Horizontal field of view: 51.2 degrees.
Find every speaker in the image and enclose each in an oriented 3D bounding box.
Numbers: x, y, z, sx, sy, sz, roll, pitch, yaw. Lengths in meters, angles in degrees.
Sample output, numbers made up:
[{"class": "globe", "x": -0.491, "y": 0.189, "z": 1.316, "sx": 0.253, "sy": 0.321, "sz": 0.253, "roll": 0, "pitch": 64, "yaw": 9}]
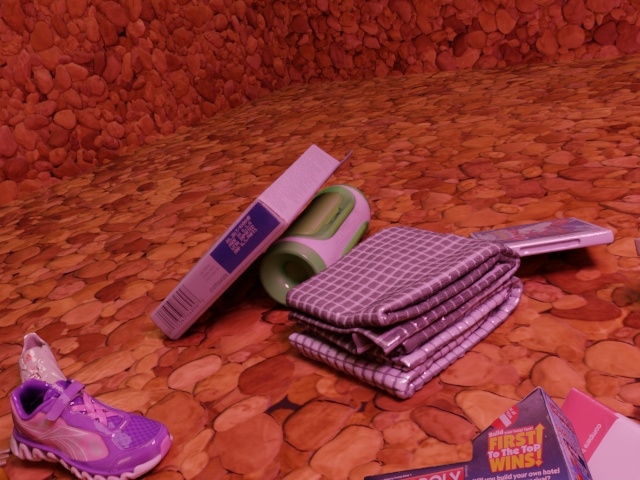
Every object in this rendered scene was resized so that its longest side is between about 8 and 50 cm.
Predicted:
[{"class": "speaker", "x": 0.000, "y": 0.000, "z": 1.194, "sx": 0.131, "sy": 0.131, "sz": 0.296, "roll": -3, "pitch": 24, "yaw": 23}]

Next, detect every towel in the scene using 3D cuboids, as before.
[{"class": "towel", "x": 0.113, "y": 0.077, "z": 0.953, "sx": 0.284, "sy": 0.121, "sz": 0.235, "roll": -28, "pitch": 26, "yaw": -32}]

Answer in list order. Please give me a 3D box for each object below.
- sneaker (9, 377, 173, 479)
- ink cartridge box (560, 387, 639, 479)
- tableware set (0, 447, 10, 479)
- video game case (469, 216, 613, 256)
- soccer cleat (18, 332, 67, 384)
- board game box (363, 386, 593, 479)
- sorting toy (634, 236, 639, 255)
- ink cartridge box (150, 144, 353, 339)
[{"class": "sneaker", "x": -0.298, "y": 0.226, "z": 0.832, "sx": 0.237, "sy": 0.104, "sz": 0.095, "roll": 4, "pitch": 24, "yaw": 21}, {"class": "ink cartridge box", "x": 0.276, "y": 0.214, "z": 0.468, "sx": 0.092, "sy": 0.159, "sz": 0.218, "roll": -58, "pitch": 30, "yaw": -1}, {"class": "tableware set", "x": -0.462, "y": 0.316, "z": 0.826, "sx": 0.154, "sy": 0.024, "sz": 0.104, "roll": -14, "pitch": 25, "yaw": -6}, {"class": "video game case", "x": 0.345, "y": -0.005, "z": 1.078, "sx": 0.184, "sy": 0.023, "sz": 0.201, "roll": -9, "pitch": 6, "yaw": 6}, {"class": "soccer cleat", "x": -0.419, "y": 0.203, "z": 0.999, "sx": 0.068, "sy": 0.076, "sz": 0.196, "roll": -23, "pitch": 24, "yaw": -23}, {"class": "board game box", "x": 0.118, "y": 0.205, "z": 0.452, "sx": 0.194, "sy": 0.060, "sz": 0.194, "roll": -21, "pitch": 36, "yaw": 32}, {"class": "sorting toy", "x": 0.569, "y": 0.018, "z": 0.785, "sx": 0.256, "sy": 0.089, "sz": 0.257, "roll": -10, "pitch": 2, "yaw": -20}, {"class": "ink cartridge box", "x": -0.111, "y": -0.017, "z": 1.140, "sx": 0.324, "sy": 0.071, "sz": 0.330, "roll": -45, "pitch": 5, "yaw": 32}]
